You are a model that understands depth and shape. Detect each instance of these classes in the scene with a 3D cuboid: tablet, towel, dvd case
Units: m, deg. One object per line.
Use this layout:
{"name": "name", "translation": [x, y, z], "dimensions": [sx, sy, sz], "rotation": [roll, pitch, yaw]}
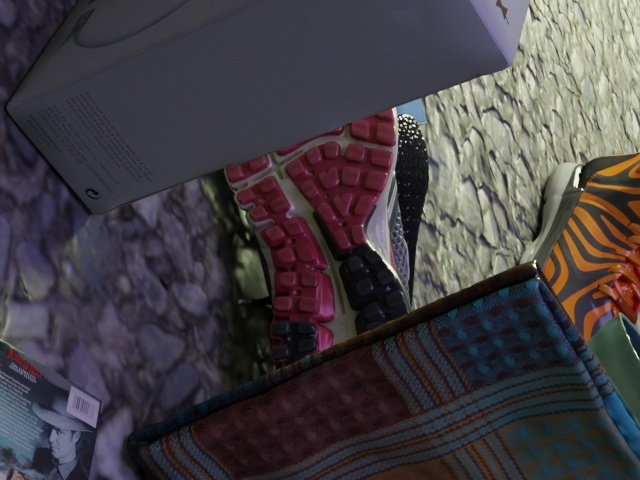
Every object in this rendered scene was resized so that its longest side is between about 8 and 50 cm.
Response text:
{"name": "tablet", "translation": [0.068, -0.138, 1.200], "dimensions": [0.054, 0.006, 0.083], "rotation": [-15, 89, -59]}
{"name": "towel", "translation": [0.093, 0.198, 0.846], "dimensions": [0.370, 0.271, 0.040], "rotation": [55, 20, -29]}
{"name": "dvd case", "translation": [-0.154, 0.121, 0.724], "dimensions": [0.087, 0.013, 0.119], "rotation": [40, 46, -43]}

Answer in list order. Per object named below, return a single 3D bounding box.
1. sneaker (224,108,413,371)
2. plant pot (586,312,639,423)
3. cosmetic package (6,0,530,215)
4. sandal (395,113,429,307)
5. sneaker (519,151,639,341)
{"name": "sneaker", "translation": [0.000, 0.000, 0.950], "dimensions": [0.112, 0.121, 0.299], "rotation": [75, 10, -71]}
{"name": "plant pot", "translation": [0.218, 0.229, 1.052], "dimensions": [0.293, 0.196, 0.293], "rotation": [53, 14, -19]}
{"name": "cosmetic package", "translation": [0.005, -0.202, 0.860], "dimensions": [0.097, 0.284, 0.377], "rotation": [55, 36, -30]}
{"name": "sandal", "translation": [0.048, -0.012, 1.091], "dimensions": [0.067, 0.040, 0.179], "rotation": [14, 79, -49]}
{"name": "sneaker", "translation": [0.297, 0.016, 1.332], "dimensions": [0.124, 0.180, 0.321], "rotation": [51, 38, -33]}
